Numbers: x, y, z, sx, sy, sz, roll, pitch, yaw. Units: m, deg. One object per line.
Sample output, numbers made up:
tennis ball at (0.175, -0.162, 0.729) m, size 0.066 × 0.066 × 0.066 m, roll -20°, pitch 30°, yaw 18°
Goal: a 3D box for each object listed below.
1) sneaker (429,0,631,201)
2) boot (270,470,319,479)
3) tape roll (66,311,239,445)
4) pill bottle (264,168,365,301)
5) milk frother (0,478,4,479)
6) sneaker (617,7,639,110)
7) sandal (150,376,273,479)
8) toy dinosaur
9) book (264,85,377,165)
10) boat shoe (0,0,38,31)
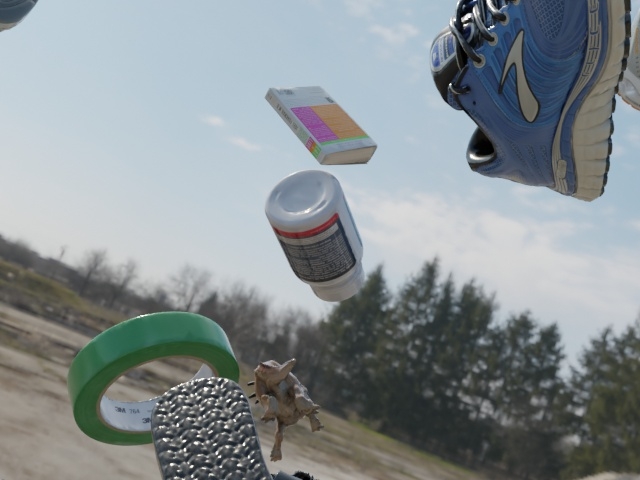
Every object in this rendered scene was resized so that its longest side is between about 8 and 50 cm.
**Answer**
sneaker at (0.153, -0.153, 0.691) m, size 0.147 × 0.129 × 0.330 m, roll 2°, pitch -41°, yaw 12°
boot at (0.034, 0.450, 1.435) m, size 0.207 × 0.094 × 0.246 m, roll 9°, pitch -34°, yaw 26°
tape roll at (-0.320, 0.271, 1.759) m, size 0.321 × 0.321 × 0.077 m, roll 31°, pitch 24°, yaw -47°
pill bottle at (0.000, 0.000, 1.255) m, size 0.108 × 0.108 × 0.180 m, roll 15°, pitch -34°, yaw 33°
milk frother at (-0.463, 0.431, 1.366) m, size 0.135 × 0.129 × 0.143 m, roll 28°, pitch -43°, yaw 7°
sneaker at (0.389, -0.140, 0.838) m, size 0.262 × 0.099 × 0.121 m, roll 36°, pitch -24°, yaw 26°
sandal at (-0.109, 0.334, 1.044) m, size 0.168 × 0.107 × 0.445 m, roll -10°, pitch 33°, yaw -4°
toy dinosaur at (-0.085, 0.303, 1.846) m, size 0.295 × 0.127 × 0.200 m, roll 78°, pitch -10°, yaw -48°
book at (-0.001, -0.163, 1.266) m, size 0.096 × 0.035 × 0.144 m, roll -9°, pitch 51°, yaw -41°
boat shoe at (-0.420, -0.324, 1.113) m, size 0.118 × 0.103 × 0.320 m, roll 27°, pitch 25°, yaw -38°
